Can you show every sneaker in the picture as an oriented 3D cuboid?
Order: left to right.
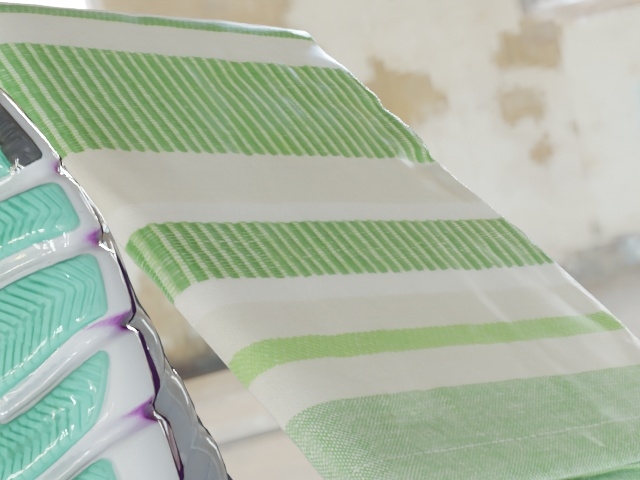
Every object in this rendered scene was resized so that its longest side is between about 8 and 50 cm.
[{"bbox_3d":[-0.048,0.066,0.433,0.083,0.224,0.098,-29,-19,15],"label":"sneaker"}]

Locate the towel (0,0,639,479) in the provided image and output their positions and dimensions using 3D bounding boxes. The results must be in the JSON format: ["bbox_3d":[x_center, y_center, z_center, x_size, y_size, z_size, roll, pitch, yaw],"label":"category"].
[{"bbox_3d":[0.000,0.000,0.820,0.248,0.038,0.325,0,37,-49],"label":"towel"}]
